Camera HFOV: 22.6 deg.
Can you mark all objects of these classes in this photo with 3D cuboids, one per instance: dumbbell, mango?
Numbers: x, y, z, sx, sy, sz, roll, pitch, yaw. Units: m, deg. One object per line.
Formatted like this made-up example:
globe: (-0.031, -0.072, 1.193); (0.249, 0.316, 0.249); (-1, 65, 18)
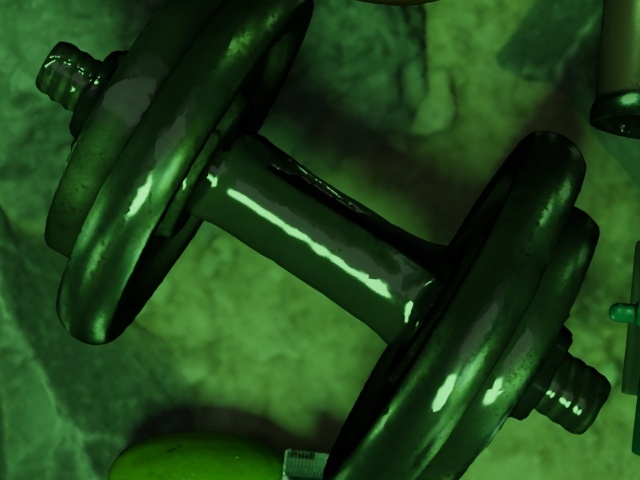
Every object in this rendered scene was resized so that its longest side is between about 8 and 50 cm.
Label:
dumbbell: (0.000, 0.000, 0.711); (0.290, 0.192, 0.192); (32, 87, 1)
mango: (-0.054, 0.129, 0.773); (0.108, 0.056, 0.073); (7, 92, -13)

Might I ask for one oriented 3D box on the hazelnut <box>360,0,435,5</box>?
hazelnut: (0.035, -0.177, 0.743); (0.143, 0.143, 0.154); (-20, 54, -1)

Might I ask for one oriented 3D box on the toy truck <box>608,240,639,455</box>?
toy truck: (0.301, 0.054, 0.716); (0.363, 0.178, 0.176); (7, 89, -6)

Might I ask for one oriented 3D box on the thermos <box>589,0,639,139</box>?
thermos: (0.190, -0.214, 0.775); (0.109, 0.136, 0.330); (7, 87, -28)

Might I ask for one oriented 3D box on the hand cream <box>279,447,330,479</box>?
hand cream: (-0.004, 0.218, 0.767); (0.086, 0.055, 0.235); (12, 86, -41)
